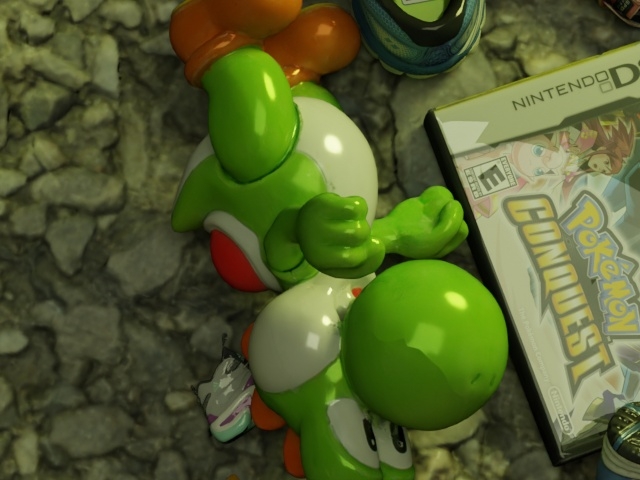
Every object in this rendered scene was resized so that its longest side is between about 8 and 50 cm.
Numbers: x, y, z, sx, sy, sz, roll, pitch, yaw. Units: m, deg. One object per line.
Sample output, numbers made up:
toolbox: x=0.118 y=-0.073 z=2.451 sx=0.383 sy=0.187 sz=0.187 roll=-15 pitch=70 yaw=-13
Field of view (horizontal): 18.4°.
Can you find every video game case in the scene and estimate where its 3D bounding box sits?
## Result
video game case: x=0.237 y=-0.005 z=1.437 sx=0.248 sy=0.035 sz=0.275 roll=-18 pitch=79 yaw=-8

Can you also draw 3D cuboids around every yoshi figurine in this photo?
yoshi figurine: x=0.027 y=-0.008 z=1.325 sx=0.203 sy=0.203 sz=0.362 roll=-9 pitch=72 yaw=-19

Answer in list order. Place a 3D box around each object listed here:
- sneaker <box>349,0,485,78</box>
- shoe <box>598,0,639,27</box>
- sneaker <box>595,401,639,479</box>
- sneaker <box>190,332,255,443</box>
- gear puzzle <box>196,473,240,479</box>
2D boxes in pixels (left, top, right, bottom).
sneaker: x=0.053 y=-0.282 z=1.397 sx=0.129 sy=0.147 sz=0.330 roll=-17 pitch=92 yaw=-2
shoe: x=0.212 y=-0.203 z=1.465 sx=0.178 sy=0.063 sz=0.081 roll=-5 pitch=72 yaw=-9
sneaker: x=0.286 y=0.161 z=1.389 sx=0.211 sy=0.081 sz=0.080 roll=7 pitch=38 yaw=-16
sneaker: x=-0.045 y=0.091 z=1.393 sx=0.098 sy=0.038 sz=0.069 roll=-30 pitch=82 yaw=-10
gear puzzle: x=-0.030 y=0.324 z=1.344 sx=0.175 sy=0.044 sz=0.339 roll=-21 pitch=77 yaw=-7
